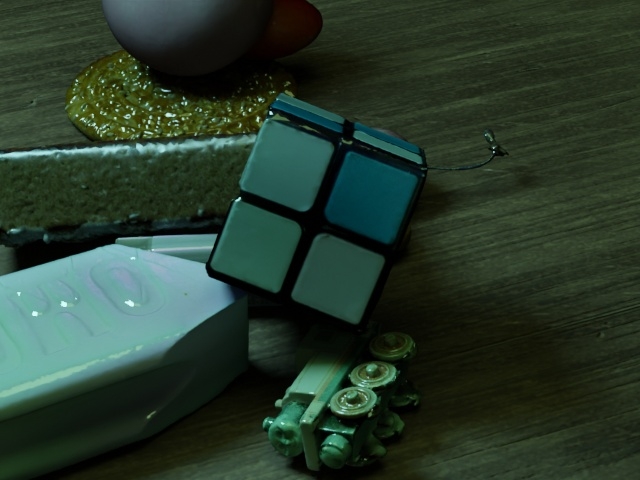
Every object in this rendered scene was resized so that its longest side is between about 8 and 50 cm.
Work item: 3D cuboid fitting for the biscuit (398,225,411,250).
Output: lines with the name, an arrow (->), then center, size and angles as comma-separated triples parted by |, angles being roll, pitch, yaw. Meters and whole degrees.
biscuit -> 0.000, 0.001, 1.913 | 0.205, 0.031, 0.138 | -4, 27, -1

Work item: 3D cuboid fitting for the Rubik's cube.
Rubik's cube -> -0.002, -0.030, 1.681 | 0.167, 0.180, 0.183 | 21, 8, -3

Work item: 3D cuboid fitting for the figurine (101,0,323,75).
figurine -> -0.166, -0.307, 2.186 | 0.270, 0.261, 0.211 | 16, 63, 22

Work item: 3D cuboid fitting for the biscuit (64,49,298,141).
biscuit -> -0.180, -0.193, 2.213 | 0.305, 0.038, 0.305 | 0, 33, 0

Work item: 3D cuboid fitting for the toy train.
toy train -> 0.021, 0.149, 1.645 | 0.125, 0.080, 0.194 | 4, 31, 24

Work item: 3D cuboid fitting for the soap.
soap -> -0.249, 0.115, 1.665 | 0.347, 0.115, 0.208 | -17, 36, -24

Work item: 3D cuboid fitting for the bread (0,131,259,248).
bread -> -0.164, -0.060, 1.870 | 0.417, 0.113, 0.165 | -4, 4, 7

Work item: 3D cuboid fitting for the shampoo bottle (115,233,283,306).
shampoo bottle -> -0.103, 0.033, 1.815 | 0.227, 0.086, 0.056 | -2, 36, -1

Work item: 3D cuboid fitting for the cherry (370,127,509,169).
cherry -> 0.102, -0.095, 2.010 | 0.226, 0.090, 0.107 | -15, 28, -24
